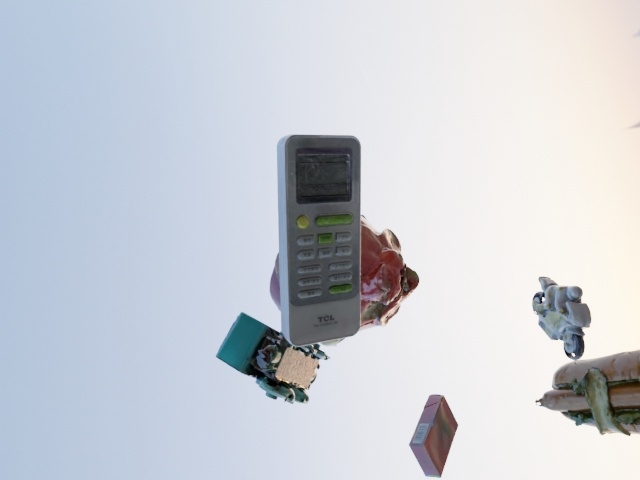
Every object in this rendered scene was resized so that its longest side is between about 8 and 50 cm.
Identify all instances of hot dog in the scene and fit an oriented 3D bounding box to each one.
[{"bbox_3d":[0.411,0.193,0.608,0.072,0.269,0.109,3,-109,-46],"label":"hot dog"}]

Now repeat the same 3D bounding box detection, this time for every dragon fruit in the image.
[{"bbox_3d":[0.062,0.097,1.016,0.305,0.306,0.225,-1,-146,-50],"label":"dragon fruit"}]

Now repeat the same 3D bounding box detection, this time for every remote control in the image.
[{"bbox_3d":[0.000,0.000,0.579,0.103,0.034,0.250,-4,-80,-26],"label":"remote control"}]

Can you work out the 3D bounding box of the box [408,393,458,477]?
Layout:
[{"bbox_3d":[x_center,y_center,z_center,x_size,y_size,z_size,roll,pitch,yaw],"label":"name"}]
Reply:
[{"bbox_3d":[0.294,0.500,1.241,0.175,0.048,0.112,-44,-69,-49],"label":"box"}]

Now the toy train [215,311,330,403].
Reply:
[{"bbox_3d":[-0.077,0.193,0.794,0.107,0.154,0.198,-62,-27,-12],"label":"toy train"}]

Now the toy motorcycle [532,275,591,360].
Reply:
[{"bbox_3d":[0.549,0.158,1.094,0.229,0.074,0.151,-89,4,-64],"label":"toy motorcycle"}]
